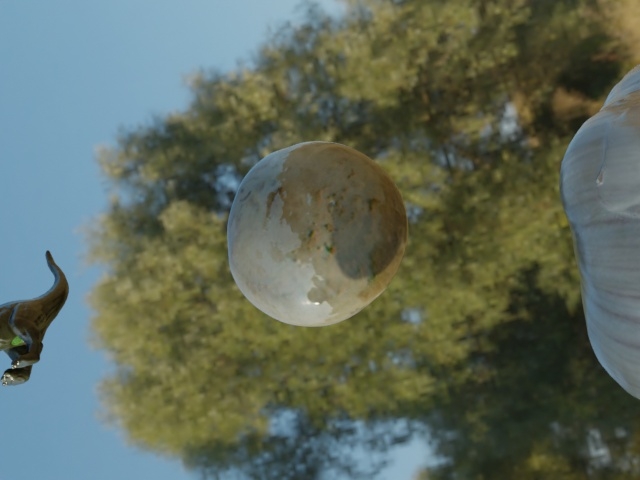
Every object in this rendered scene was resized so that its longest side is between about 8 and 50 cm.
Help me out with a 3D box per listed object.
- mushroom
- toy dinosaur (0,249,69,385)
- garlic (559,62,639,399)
[{"bbox_3d":[0.000,0.000,1.701,0.243,0.243,0.243,-16,-90,-78],"label":"mushroom"},{"bbox_3d":[-0.375,0.072,1.485,0.087,0.187,0.179,-47,46,52],"label":"toy dinosaur"},{"bbox_3d":[0.316,-0.013,1.054,0.322,0.241,0.322,50,-156,-32],"label":"garlic"}]
